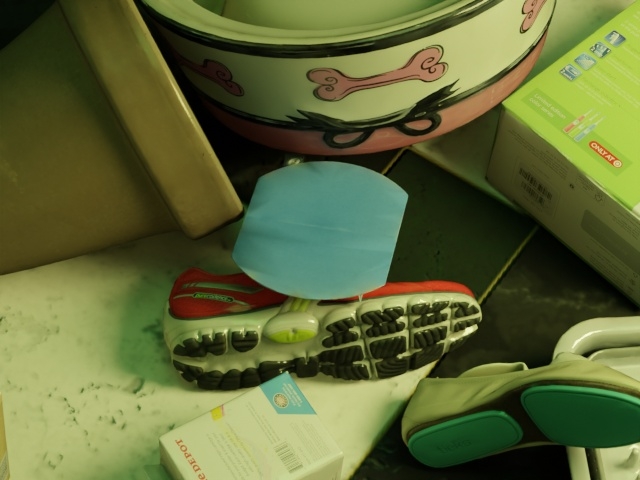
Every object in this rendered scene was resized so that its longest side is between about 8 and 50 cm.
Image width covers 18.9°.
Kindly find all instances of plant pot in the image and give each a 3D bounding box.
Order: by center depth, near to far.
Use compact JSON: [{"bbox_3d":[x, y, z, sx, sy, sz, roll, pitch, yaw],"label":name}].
[{"bbox_3d":[-0.223,-0.085,1.679,0.229,0.263,0.263,-28,61,0],"label":"plant pot"}]

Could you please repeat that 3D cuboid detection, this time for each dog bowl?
[{"bbox_3d":[0.034,-0.237,1.774,0.408,0.150,0.408,-8,39,7],"label":"dog bowl"}]

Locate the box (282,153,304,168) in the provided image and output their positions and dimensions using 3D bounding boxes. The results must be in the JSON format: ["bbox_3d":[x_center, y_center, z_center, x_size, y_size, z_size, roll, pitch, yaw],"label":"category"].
[{"bbox_3d":[-0.029,-0.028,1.731,0.018,0.083,0.067,6,55,0],"label":"box"}]

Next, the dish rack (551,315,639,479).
[{"bbox_3d":[0.368,0.195,1.625,0.332,0.072,0.285,-2,57,-7],"label":"dish rack"}]

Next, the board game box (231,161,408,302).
[{"bbox_3d":[0.000,0.000,1.643,0.133,0.033,0.169,8,45,9],"label":"board game box"}]

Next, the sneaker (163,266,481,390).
[{"bbox_3d":[0.001,0.050,1.672,0.279,0.107,0.118,-3,51,-7],"label":"sneaker"}]

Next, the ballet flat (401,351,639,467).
[{"bbox_3d":[0.178,0.129,1.587,0.248,0.086,0.086,-11,48,33],"label":"ballet flat"}]

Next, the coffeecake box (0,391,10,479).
[{"bbox_3d":[-0.351,0.155,1.544,0.185,0.142,0.068,17,56,6],"label":"coffeecake box"}]

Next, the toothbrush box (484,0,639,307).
[{"bbox_3d":[0.327,-0.104,1.791,0.283,0.122,0.206,-38,66,-25],"label":"toothbrush box"}]

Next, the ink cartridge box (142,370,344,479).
[{"bbox_3d":[-0.066,0.193,1.576,0.143,0.090,0.092,-25,62,-19],"label":"ink cartridge box"}]
